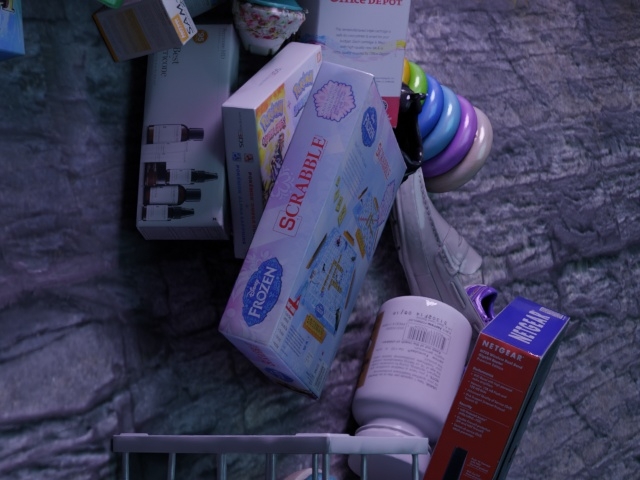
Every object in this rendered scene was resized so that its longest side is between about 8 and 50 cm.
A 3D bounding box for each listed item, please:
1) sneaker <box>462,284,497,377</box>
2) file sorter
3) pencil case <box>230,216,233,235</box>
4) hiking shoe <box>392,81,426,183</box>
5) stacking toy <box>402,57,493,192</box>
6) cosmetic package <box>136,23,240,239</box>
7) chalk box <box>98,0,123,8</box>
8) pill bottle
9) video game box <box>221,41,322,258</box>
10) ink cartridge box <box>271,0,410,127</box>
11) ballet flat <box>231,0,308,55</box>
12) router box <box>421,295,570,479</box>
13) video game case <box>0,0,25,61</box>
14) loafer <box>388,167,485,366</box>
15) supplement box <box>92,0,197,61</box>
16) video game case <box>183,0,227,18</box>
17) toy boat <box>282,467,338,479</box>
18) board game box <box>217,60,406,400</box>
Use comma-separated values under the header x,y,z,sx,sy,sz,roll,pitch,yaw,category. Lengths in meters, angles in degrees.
x,y,z,sx,sy,sz,roll,pitch,yaw,category
0.227,0.141,2.329,0.068,0.071,0.170,33,57,-49,sneaker
-0.055,0.290,1.680,0.193,0.277,0.173,13,76,-55,file sorter
-0.076,-0.030,1.912,0.151,0.064,0.070,15,69,-55,pencil case
0.078,-0.098,2.067,0.086,0.114,0.227,-2,112,-27,hiking shoe
0.090,-0.200,2.171,0.330,0.141,0.141,37,52,-38,stacking toy
-0.146,-0.122,1.781,0.060,0.098,0.239,75,16,-73,cosmetic package
-0.210,-0.388,1.662,0.180,0.179,0.289,25,62,-39,chalk box
0.112,0.199,2.081,0.131,0.131,0.229,47,49,-41,pill bottle
-0.047,-0.105,1.819,0.205,0.048,0.187,-52,141,-55,video game box
0.021,-0.237,1.971,0.128,0.127,0.176,0,105,-27,ink cartridge box
-0.063,-0.256,1.859,0.241,0.091,0.077,-94,-165,-74,ballet flat
0.214,0.243,2.064,0.335,0.082,0.301,-23,134,-74,router box
-0.395,-0.305,1.493,0.269,0.061,0.244,5,79,-56,video game case
0.165,0.027,2.199,0.112,0.111,0.319,-96,170,-70,loafer
-0.192,-0.238,1.751,0.036,0.098,0.062,-53,126,-48,supplement box
-0.163,-0.386,1.900,0.206,0.026,0.227,-39,114,-53,video game case
-0.002,0.436,1.836,0.267,0.148,0.318,63,37,-26,toy boat
0.000,0.000,1.826,0.319,0.066,0.318,61,49,-71,board game box
